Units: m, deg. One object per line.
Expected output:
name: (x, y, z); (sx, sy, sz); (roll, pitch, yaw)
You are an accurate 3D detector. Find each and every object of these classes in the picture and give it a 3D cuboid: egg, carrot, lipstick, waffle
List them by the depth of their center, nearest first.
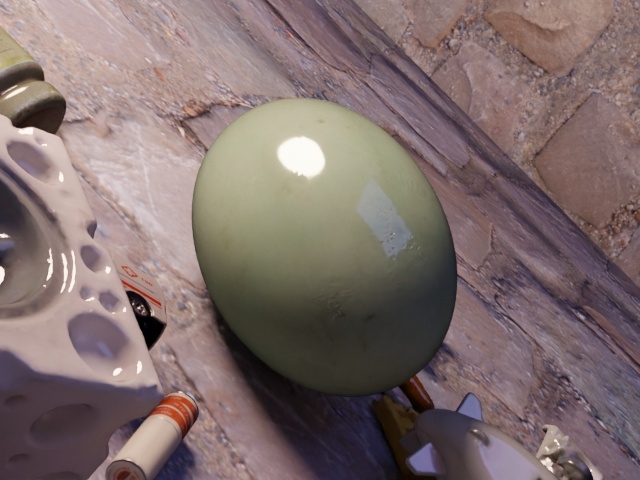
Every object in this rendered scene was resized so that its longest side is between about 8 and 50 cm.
lipstick: (-0.146, 0.177, 0.942); (0.038, 0.038, 0.131); (42, 21, -2)
egg: (0.000, 0.000, 1.202); (0.276, 0.276, 0.389); (22, 29, -43)
waffle: (0.163, 0.249, 1.313); (0.191, 0.032, 0.125); (13, 32, -33)
carrot: (0.073, 0.127, 1.401); (0.257, 0.061, 0.061); (49, 22, 5)

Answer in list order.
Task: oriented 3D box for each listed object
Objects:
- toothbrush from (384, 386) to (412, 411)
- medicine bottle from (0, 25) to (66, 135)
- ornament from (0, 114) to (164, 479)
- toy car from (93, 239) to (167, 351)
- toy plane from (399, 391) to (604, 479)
toothbrush: (0.008, 0.105, 1.371); (0.307, 0.029, 0.025); (48, 33, 4)
medicine bottle: (-0.404, -0.196, 1.027); (0.322, 0.151, 0.151); (44, 21, 2)
ornament: (-0.284, 0.059, 0.645); (0.239, 0.240, 0.239); (20, 31, -46)
toy car: (-0.240, 0.034, 0.976); (0.209, 0.089, 0.108); (34, 23, -28)
toy plane: (0.200, 0.288, 1.165); (0.266, 0.123, 0.267); (11, 56, -17)
